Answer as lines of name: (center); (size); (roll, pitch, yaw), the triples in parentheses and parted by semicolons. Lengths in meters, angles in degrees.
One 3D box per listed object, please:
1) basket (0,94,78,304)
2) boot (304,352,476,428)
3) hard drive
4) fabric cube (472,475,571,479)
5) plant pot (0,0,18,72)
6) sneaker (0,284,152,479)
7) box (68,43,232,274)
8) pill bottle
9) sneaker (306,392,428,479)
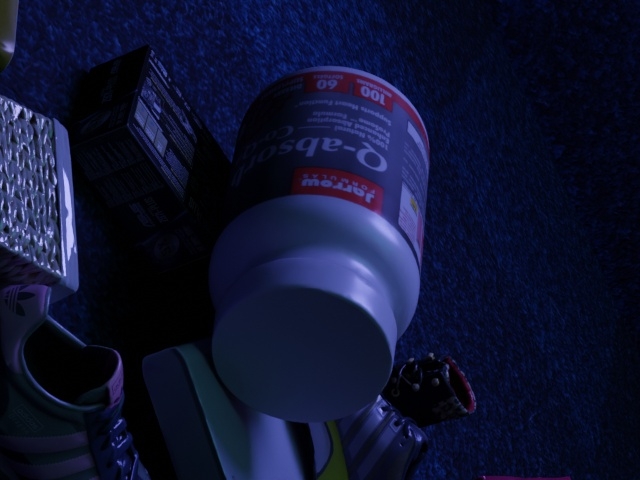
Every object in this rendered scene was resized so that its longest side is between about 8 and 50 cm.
basket: (-0.278, -0.028, 1.494); (0.103, 0.113, 0.167); (36, 39, -53)
boot: (0.055, 0.158, 2.054); (0.236, 0.178, 0.085); (48, 29, -44)
hard drive: (-0.074, 0.206, 1.796); (0.353, 0.047, 0.233); (-7, 78, -78)
fabric cube: (0.158, 0.401, 1.777); (0.259, 0.254, 0.258); (14, 47, -61)
plant pot: (-0.362, -0.202, 1.341); (0.187, 0.212, 0.212); (33, 39, -38)
sneaker: (-0.200, 0.153, 1.493); (0.319, 0.131, 0.112); (51, 28, -41)
box: (-0.172, -0.083, 1.854); (0.180, 0.077, 0.147); (56, 25, -33)
pill bottle: (0.000, 0.000, 1.814); (0.210, 0.210, 0.363); (57, 23, -30)
sneaker: (0.050, 0.194, 1.918); (0.111, 0.121, 0.300); (30, 50, -78)
